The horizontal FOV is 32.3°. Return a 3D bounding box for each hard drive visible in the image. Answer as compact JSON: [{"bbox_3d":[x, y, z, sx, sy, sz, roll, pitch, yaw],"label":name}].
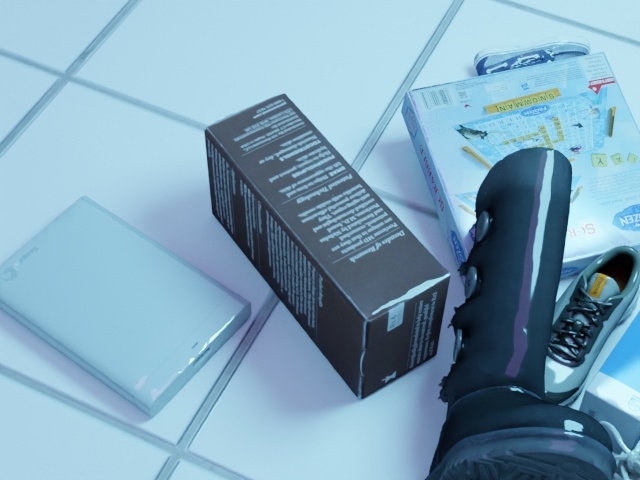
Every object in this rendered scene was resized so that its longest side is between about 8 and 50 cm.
[{"bbox_3d":[-0.276,0.080,1.496,0.307,0.040,0.203,31,58,20],"label":"hard drive"}]

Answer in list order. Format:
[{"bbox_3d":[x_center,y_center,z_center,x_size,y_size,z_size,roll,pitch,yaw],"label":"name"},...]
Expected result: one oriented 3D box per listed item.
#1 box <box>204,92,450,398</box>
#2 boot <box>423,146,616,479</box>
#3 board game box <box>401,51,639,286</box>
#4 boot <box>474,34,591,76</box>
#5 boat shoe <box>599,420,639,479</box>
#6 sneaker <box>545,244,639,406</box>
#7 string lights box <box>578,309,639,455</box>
[{"bbox_3d":[0.000,0.000,1.469,0.143,0.191,0.381,-26,58,-20],"label":"box"},{"bbox_3d":[0.241,0.089,1.264,0.146,0.367,0.445,23,63,-8],"label":"boot"},{"bbox_3d":[0.315,-0.100,1.591,0.319,0.066,0.318,-12,67,-10],"label":"board game box"},{"bbox_3d":[0.346,-0.270,1.773,0.190,0.069,0.086,-9,60,2],"label":"boot"},{"bbox_3d":[0.372,0.265,1.228,0.367,0.156,0.136,-22,43,-3],"label":"boat shoe"},{"bbox_3d":[0.337,0.106,1.448,0.100,0.108,0.271,30,59,19],"label":"sneaker"},{"bbox_3d":[0.415,0.151,1.397,0.077,0.133,0.259,29,57,23],"label":"string lights box"}]
